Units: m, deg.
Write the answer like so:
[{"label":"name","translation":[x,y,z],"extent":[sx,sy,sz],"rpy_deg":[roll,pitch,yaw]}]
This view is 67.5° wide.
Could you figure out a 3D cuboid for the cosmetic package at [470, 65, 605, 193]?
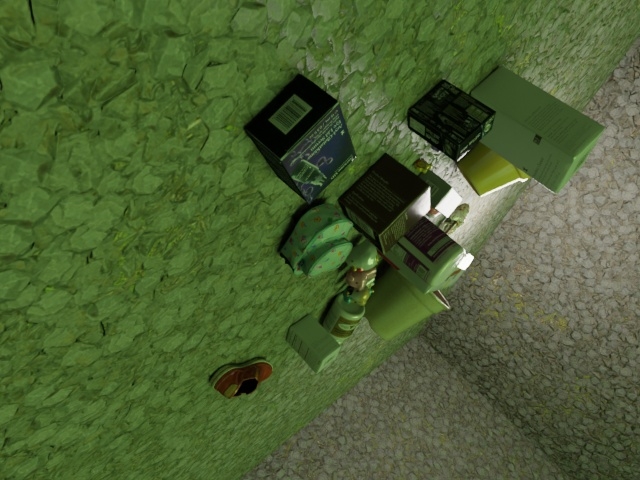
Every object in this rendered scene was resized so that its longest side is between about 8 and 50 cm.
[{"label":"cosmetic package","translation":[0.665,-0.358,1.538],"extent":[0.156,0.385,0.217],"rpy_deg":[-43,155,-11]}]

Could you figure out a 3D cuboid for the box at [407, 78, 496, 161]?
[{"label":"box","translation":[0.351,-0.327,1.298],"extent":[0.147,0.180,0.077],"rpy_deg":[-43,156,-11]}]

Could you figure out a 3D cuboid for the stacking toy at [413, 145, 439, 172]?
[{"label":"stacking toy","translation":[0.404,-0.332,1.561],"extent":[0.221,0.052,0.167],"rpy_deg":[-35,156,-30]}]

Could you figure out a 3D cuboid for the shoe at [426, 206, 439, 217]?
[{"label":"shoe","translation":[0.519,-0.160,2.013],"extent":[0.178,0.063,0.081],"rpy_deg":[-27,155,-31]}]

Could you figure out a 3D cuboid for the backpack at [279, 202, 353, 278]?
[{"label":"backpack","translation":[0.000,0.000,1.272],"extent":[0.165,0.144,0.188],"rpy_deg":[-14,138,-44]}]

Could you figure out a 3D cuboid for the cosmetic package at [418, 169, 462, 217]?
[{"label":"cosmetic package","translation":[0.430,-0.171,1.763],"extent":[0.107,0.127,0.238],"rpy_deg":[-53,158,14]}]

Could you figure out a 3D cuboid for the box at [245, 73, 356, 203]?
[{"label":"box","translation":[-0.030,-0.191,0.946],"extent":[0.153,0.108,0.207],"rpy_deg":[-46,157,-3]}]

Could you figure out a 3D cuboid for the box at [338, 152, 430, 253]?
[{"label":"box","translation":[0.190,-0.103,1.396],"extent":[0.203,0.168,0.167],"rpy_deg":[-44,156,-6]}]

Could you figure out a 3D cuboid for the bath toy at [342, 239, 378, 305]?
[{"label":"bath toy","translation":[0.139,0.125,1.750],"extent":[0.128,0.152,0.348],"rpy_deg":[-7,150,-1]}]

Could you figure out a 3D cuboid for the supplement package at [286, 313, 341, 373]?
[{"label":"supplement package","translation":[-0.028,0.386,1.798],"extent":[0.105,0.179,0.105],"rpy_deg":[-30,152,-35]}]

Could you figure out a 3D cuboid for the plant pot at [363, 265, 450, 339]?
[{"label":"plant pot","translation":[0.343,0.264,2.111],"extent":[0.305,0.334,0.334],"rpy_deg":[-43,159,12]}]

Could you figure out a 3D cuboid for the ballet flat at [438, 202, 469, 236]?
[{"label":"ballet flat","translation":[0.633,-0.084,2.324],"extent":[0.077,0.091,0.241],"rpy_deg":[22,107,-42]}]

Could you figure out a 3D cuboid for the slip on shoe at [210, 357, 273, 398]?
[{"label":"slip on shoe","translation":[-0.256,0.488,1.672],"extent":[0.123,0.101,0.331],"rpy_deg":[-51,158,6]}]

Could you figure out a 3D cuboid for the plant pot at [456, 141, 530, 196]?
[{"label":"plant pot","translation":[0.672,-0.303,1.853],"extent":[0.239,0.254,0.254],"rpy_deg":[-35,160,14]}]

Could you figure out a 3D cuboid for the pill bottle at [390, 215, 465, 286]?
[{"label":"pill bottle","translation":[0.325,0.002,1.631],"extent":[0.169,0.301,0.169],"rpy_deg":[-37,156,-20]}]

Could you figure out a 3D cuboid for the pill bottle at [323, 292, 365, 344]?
[{"label":"pill bottle","translation":[0.083,0.335,1.972],"extent":[0.131,0.131,0.229],"rpy_deg":[-23,148,-44]}]

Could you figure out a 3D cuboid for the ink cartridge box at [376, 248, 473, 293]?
[{"label":"ink cartridge box","translation":[0.413,0.049,1.898],"extent":[0.160,0.279,0.384],"rpy_deg":[-56,156,17]}]
